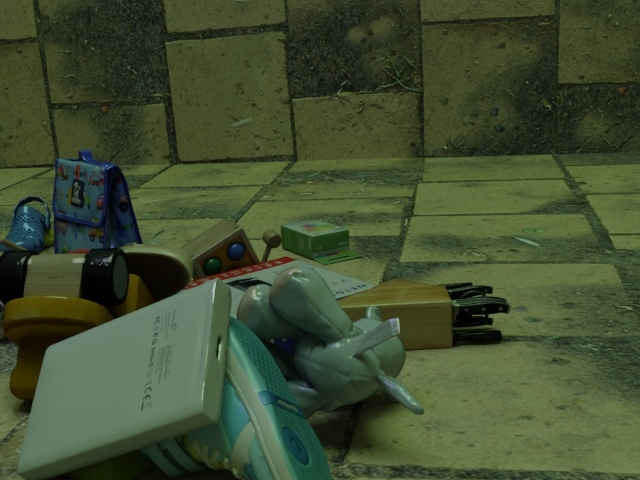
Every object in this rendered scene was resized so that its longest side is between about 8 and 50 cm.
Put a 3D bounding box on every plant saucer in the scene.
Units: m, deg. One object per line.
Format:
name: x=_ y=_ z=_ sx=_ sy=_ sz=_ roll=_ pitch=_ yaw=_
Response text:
plant saucer: x=-0.288 y=0.272 z=1.318 sx=0.188 sy=0.045 sz=0.188 roll=7 pitch=17 yaw=37

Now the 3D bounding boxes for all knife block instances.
knife block: x=0.186 y=0.140 z=1.653 sx=0.242 sy=0.088 sz=0.275 roll=10 pitch=18 yaw=43

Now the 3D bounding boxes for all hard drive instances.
hard drive: x=-0.256 y=0.184 z=1.228 sx=0.307 sy=0.040 sz=0.203 roll=-22 pitch=44 yaw=25

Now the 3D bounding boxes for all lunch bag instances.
lunch bag: x=-0.532 y=-0.069 z=2.215 sx=0.220 sy=0.293 sz=0.138 roll=11 pitch=19 yaw=44

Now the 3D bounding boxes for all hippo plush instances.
hippo plush: x=0.023 y=0.145 z=1.370 sx=0.294 sy=0.235 sz=0.236 roll=-17 pitch=-5 yaw=25

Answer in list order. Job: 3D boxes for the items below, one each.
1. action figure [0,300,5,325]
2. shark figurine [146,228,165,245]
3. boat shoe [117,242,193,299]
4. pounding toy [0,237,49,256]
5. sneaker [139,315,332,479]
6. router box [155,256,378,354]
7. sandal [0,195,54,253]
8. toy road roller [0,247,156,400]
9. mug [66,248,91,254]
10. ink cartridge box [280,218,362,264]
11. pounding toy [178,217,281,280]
action figure: x=-0.611 y=0.117 z=1.863 sx=0.185 sy=0.099 sz=0.285 roll=-13 pitch=23 yaw=-22
shark figurine: x=-0.340 y=0.069 z=2.046 sx=0.166 sy=0.116 sz=0.278 roll=-48 pitch=25 yaw=-21
boat shoe: x=-0.330 y=0.045 z=1.754 sx=0.302 sy=0.109 sz=0.098 roll=-11 pitch=27 yaw=45
pounding toy: x=-0.728 y=0.054 z=2.049 sx=0.269 sy=0.155 sz=0.154 roll=-13 pitch=22 yaw=-35
sneaker: x=-0.121 y=0.269 z=1.188 sx=0.208 sy=0.127 sz=0.319 roll=-39 pitch=46 yaw=8
router box: x=-0.109 y=0.128 z=1.770 sx=0.335 sy=0.082 sz=0.301 roll=-14 pitch=18 yaw=-36
sandal: x=-0.763 y=-0.027 z=2.424 sx=0.126 sy=0.138 sz=0.317 roll=-3 pitch=16 yaw=-8
toy road roller: x=-0.412 y=0.163 z=1.573 sx=0.202 sy=0.241 sz=0.329 roll=-1 pitch=-23 yaw=5
mug: x=-0.485 y=0.110 z=1.943 sx=0.113 sy=0.150 sz=0.169 roll=31 pitch=-1 yaw=-33
ink cartridge box: x=0.000 y=0.000 z=2.301 sx=0.108 sy=0.062 sz=0.209 roll=-10 pitch=16 yaw=-30
pounding toy: x=-0.160 y=0.047 z=1.960 sx=0.206 sy=0.181 sz=0.094 roll=-34 pitch=29 yaw=-16
